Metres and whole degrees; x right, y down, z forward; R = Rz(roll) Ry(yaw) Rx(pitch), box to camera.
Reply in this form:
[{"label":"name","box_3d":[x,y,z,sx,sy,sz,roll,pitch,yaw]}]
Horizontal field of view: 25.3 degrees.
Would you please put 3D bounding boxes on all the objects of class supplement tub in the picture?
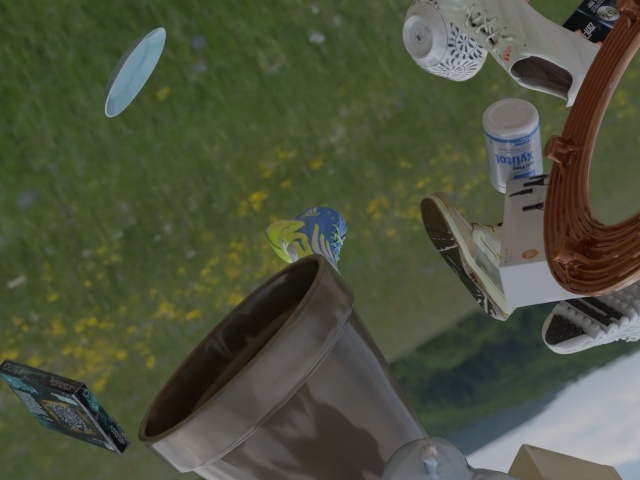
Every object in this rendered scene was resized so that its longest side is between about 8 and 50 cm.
[{"label":"supplement tub","box_3d":[0.242,-0.118,1.785,0.071,0.071,0.107,-30,135,-15]}]

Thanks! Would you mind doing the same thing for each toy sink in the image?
[{"label":"toy sink","box_3d":[0.395,0.427,2.184,0.131,0.234,0.152,-114,-137,-65]}]

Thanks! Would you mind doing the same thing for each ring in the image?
[{"label":"ring","box_3d":[0.258,-0.115,1.108,0.336,0.032,0.336,-60,-165,28]}]

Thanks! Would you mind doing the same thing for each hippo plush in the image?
[{"label":"hippo plush","box_3d":[0.117,0.349,1.636,0.234,0.294,0.236,82,29,-77]}]

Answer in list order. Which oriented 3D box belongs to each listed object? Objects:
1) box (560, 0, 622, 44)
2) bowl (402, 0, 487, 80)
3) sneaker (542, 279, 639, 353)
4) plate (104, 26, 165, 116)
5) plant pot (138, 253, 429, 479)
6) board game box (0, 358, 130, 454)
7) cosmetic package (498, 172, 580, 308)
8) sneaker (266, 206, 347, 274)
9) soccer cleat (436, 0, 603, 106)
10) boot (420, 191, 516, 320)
[{"label":"box","box_3d":[0.471,-0.369,2.343,0.147,0.077,0.180,-49,173,36]},{"label":"bowl","box_3d":[0.186,-0.335,2.305,0.080,0.170,0.170,-18,169,-35]},{"label":"sneaker","box_3d":[0.479,0.121,2.270,0.292,0.110,0.118,-24,131,-23]},{"label":"plate","box_3d":[-0.339,-0.306,2.555,0.188,0.024,0.188,-57,176,-7]},{"label":"plant pot","box_3d":[-0.020,0.227,1.797,0.323,0.280,0.323,-42,-170,9]},{"label":"board game box","box_3d":[-0.354,0.227,1.959,0.186,0.126,0.026,9,-129,44]},{"label":"cosmetic package","box_3d":[0.265,-0.008,1.673,0.099,0.060,0.239,-12,-156,15]},{"label":"sneaker","box_3d":[0.000,0.000,2.410,0.126,0.091,0.240,-35,-146,-10]},{"label":"soccer cleat","box_3d":[0.189,-0.200,1.405,0.076,0.196,0.068,-45,156,-31]},{"label":"boot","box_3d":[0.250,-0.017,1.998,0.165,0.213,0.077,-41,-163,-14]}]
